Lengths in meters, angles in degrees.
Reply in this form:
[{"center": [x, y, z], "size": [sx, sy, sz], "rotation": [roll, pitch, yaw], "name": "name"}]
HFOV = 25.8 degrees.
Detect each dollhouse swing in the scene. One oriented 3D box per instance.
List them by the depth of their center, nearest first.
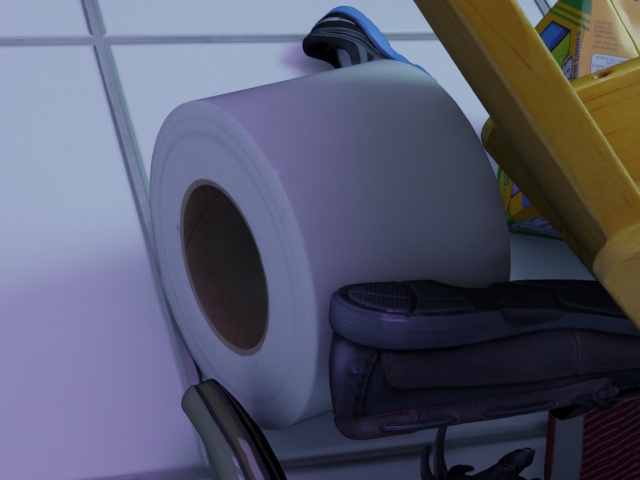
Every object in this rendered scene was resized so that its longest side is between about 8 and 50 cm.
[{"center": [0.226, -0.113, 0.854], "size": [0.315, 0.305, 0.347], "rotation": [-20, 17, 2], "name": "dollhouse swing"}]

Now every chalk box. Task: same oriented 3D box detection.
[{"center": [0.262, -0.092, 1.218], "size": [0.180, 0.289, 0.179], "rotation": [8, 77, -6], "name": "chalk box"}]

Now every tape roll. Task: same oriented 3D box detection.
[{"center": [0.000, 0.000, 1.037], "size": [0.169, 0.246, 0.246], "rotation": [-16, 53, -30], "name": "tape roll"}]

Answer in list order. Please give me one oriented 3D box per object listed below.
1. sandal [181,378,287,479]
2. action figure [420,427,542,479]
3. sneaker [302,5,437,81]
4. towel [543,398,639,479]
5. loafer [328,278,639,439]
[{"center": [-0.038, 0.228, 0.915], "size": [0.086, 0.120, 0.303], "rotation": [-28, 52, -3], "name": "sandal"}, {"center": [0.131, 0.244, 0.899], "size": [0.141, 0.164, 0.276], "rotation": [-23, 62, -39], "name": "action figure"}, {"center": [0.054, -0.147, 1.337], "size": [0.078, 0.067, 0.188], "rotation": [-38, 65, -16], "name": "sneaker"}, {"center": [0.293, 0.084, 1.006], "size": [0.037, 0.329, 0.237], "rotation": [42, 39, -22], "name": "towel"}, {"center": [0.139, 0.080, 0.941], "size": [0.302, 0.095, 0.109], "rotation": [2, 14, -26], "name": "loafer"}]
